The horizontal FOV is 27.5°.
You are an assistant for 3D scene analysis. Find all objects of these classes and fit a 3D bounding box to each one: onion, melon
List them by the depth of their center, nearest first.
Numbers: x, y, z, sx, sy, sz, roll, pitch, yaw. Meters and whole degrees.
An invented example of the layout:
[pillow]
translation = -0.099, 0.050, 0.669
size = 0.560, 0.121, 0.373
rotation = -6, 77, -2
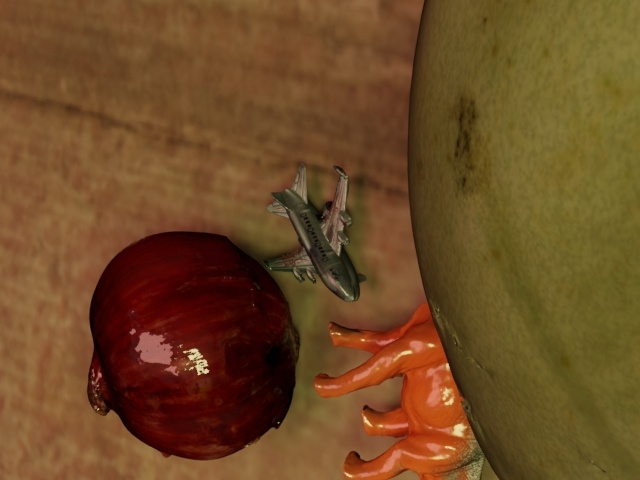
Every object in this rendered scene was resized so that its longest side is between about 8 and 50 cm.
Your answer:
[melon]
translation = 0.161, -0.020, 0.417
size = 0.268, 0.268, 0.330
rotation = 19, 128, 38
[onion]
translation = -0.072, 0.060, 0.725
size = 0.131, 0.131, 0.131
rotation = 6, 99, 41

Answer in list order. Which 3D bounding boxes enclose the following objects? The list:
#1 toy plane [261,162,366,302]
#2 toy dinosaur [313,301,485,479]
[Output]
[toy plane]
translation = 0.000, 0.000, 0.714
size = 0.083, 0.031, 0.078
rotation = 54, 126, 23
[toy dinosaur]
translation = 0.050, 0.056, 0.662
size = 0.101, 0.055, 0.280
rotation = -7, 92, 15
